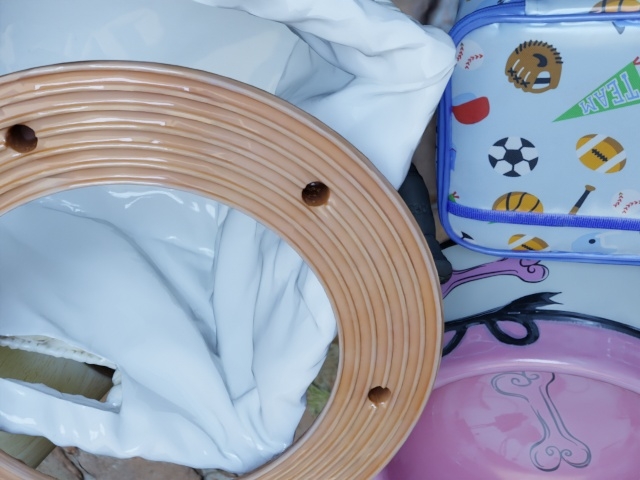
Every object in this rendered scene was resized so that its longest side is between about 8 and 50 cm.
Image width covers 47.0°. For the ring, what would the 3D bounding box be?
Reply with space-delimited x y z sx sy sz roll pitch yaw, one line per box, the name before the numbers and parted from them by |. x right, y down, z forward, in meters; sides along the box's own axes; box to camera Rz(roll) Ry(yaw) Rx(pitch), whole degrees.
ring | -0.099 0.062 0.413 0.336 0.032 0.336 -2 120 -4

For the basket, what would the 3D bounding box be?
basket | -0.143 -0.065 0.503 0.328 0.266 0.331 15 116 -15

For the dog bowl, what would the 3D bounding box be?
dog bowl | 0.220 0.190 0.737 0.408 0.150 0.408 8 127 10

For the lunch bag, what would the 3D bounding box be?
lunch bag | 0.241 -0.081 0.556 0.303 0.115 0.243 6 129 14

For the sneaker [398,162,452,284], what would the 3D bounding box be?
sneaker | 0.000 0.000 0.697 0.286 0.109 0.130 -15 78 43

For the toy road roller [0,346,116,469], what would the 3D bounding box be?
toy road roller | -0.294 0.114 0.749 0.329 0.202 0.240 37 171 43
